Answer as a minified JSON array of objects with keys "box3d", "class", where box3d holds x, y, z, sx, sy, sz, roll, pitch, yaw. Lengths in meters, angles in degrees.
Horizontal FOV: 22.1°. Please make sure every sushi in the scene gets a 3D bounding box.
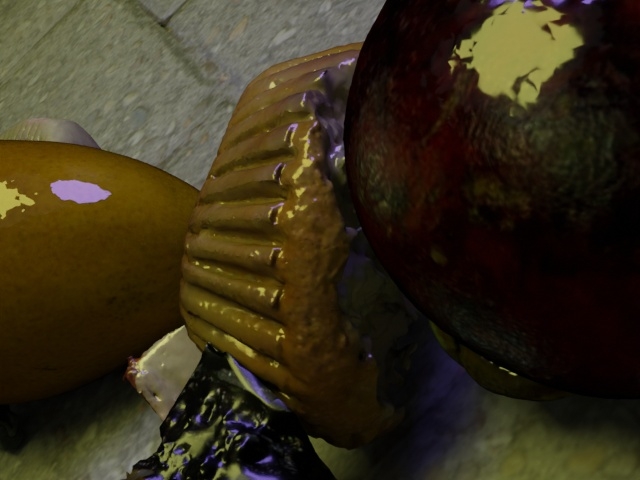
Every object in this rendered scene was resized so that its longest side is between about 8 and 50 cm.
[{"box3d":[-0.063,0.194,1.014,0.150,0.153,0.172,-38,60,-23],"class":"sushi"}]

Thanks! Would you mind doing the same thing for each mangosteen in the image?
[{"box3d":[0.170,-0.037,0.943,0.306,0.359,0.306,-4,44,4],"class":"mangosteen"}]

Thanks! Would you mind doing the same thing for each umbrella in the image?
[{"box3d":[-0.344,0.159,1.559,0.066,0.059,0.235,-16,13,-36],"class":"umbrella"}]

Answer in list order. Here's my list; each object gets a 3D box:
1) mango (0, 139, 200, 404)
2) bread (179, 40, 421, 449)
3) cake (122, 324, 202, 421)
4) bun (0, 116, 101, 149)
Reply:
[{"box3d":[-0.251,0.024,1.413,0.378,0.264,0.221,-8,60,24],"class":"mango"},{"box3d":[0.000,0.000,1.091,0.149,0.274,0.274,3,48,18],"class":"bread"},{"box3d":[-0.071,0.113,1.267,0.086,0.117,0.220,-41,-5,3],"class":"cake"},{"box3d":[-0.286,-0.019,1.655,0.178,0.128,0.193,-24,45,35],"class":"bun"}]
